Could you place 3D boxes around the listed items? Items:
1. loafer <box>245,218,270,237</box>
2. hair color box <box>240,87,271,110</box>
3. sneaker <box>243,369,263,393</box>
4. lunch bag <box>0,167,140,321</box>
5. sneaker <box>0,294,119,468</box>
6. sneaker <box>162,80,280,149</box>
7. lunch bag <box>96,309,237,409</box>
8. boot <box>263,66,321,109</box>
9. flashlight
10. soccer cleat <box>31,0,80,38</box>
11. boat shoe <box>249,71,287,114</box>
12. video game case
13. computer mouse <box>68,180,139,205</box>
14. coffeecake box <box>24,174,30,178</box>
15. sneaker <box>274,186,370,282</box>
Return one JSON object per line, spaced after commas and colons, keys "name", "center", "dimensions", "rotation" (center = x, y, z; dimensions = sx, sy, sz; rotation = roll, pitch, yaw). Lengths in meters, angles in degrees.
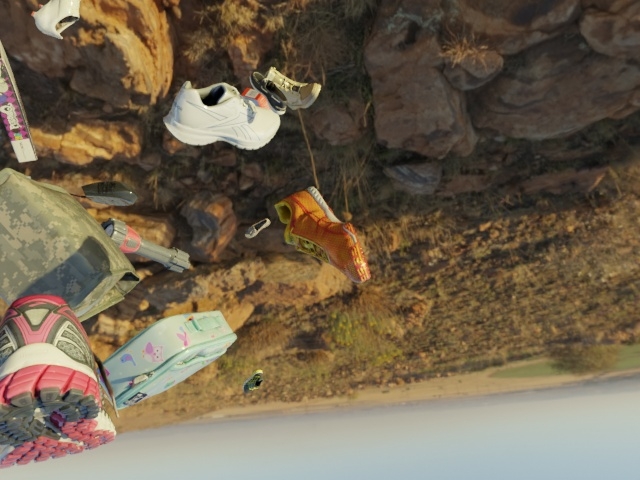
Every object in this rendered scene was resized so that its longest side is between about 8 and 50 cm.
{"name": "loafer", "center": [-0.276, -0.056, 1.858], "dimensions": [0.125, 0.045, 0.039], "rotation": [-35, 173, -2]}
{"name": "hair color box", "center": [-0.256, -0.545, 1.787], "dimensions": [0.093, 0.053, 0.167], "rotation": [23, 158, 26]}
{"name": "sneaker", "center": [-0.179, 0.381, 1.138], "dimensions": [0.031, 0.035, 0.083], "rotation": [18, 115, -36]}
{"name": "lunch bag", "center": [-0.469, 0.024, 0.780], "dimensions": [0.169, 0.235, 0.287], "rotation": [-43, -177, -7]}
{"name": "sneaker", "center": [-0.293, 0.171, 0.480], "dimensions": [0.120, 0.112, 0.299], "rotation": [-1, 145, -32]}
{"name": "sneaker", "center": [-0.202, -0.287, 0.982], "dimensions": [0.297, 0.111, 0.129], "rotation": [-15, 151, -46]}
{"name": "lunch bag", "center": [-0.313, 0.242, 0.917], "dimensions": [0.224, 0.108, 0.279], "rotation": [-34, 170, 7]}
{"name": "boot", "center": [-0.132, -0.653, 1.815], "dimensions": [0.203, 0.095, 0.262], "rotation": [29, 173, -30]}
{"name": "flashlight", "center": [-0.586, 0.025, 1.436], "dimensions": [0.103, 0.103, 0.304], "rotation": [-27, 148, 21]}
{"name": "soccer cleat", "center": [-0.597, -0.568, 1.018], "dimensions": [0.076, 0.196, 0.068], "rotation": [30, 173, -9]}
{"name": "boat shoe", "center": [-0.115, -0.339, 0.961], "dimensions": [0.046, 0.125, 0.038], "rotation": [-20, 158, -35]}
{"name": "video game case", "center": [-0.684, -0.312, 0.940], "dimensions": [0.041, 0.232, 0.210], "rotation": [-18, 131, -28]}
{"name": "computer mouse", "center": [-0.501, -0.106, 0.896], "dimensions": [0.241, 0.041, 0.071], "rotation": [4, 168, -1]}
{"name": "coffeecake box", "center": [-0.968, -0.134, 1.252], "dimensions": [0.068, 0.143, 0.185], "rotation": [7, -179, 29]}
{"name": "sneaker", "center": [0.000, 0.000, 0.485], "dimensions": [0.067, 0.175, 0.064], "rotation": [-29, 127, -11]}
